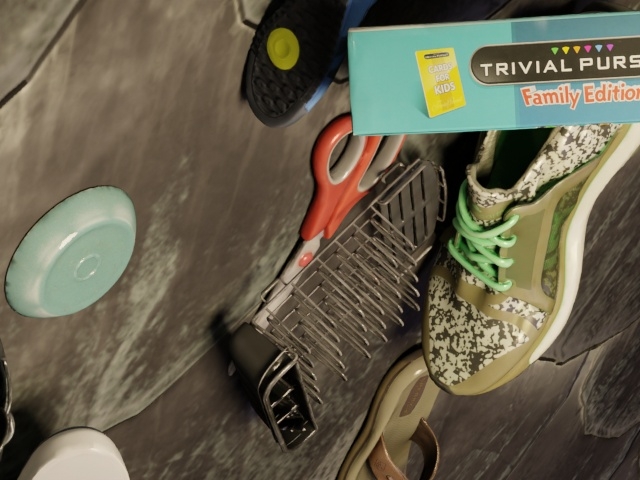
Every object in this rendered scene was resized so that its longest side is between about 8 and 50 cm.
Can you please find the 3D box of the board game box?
[{"bbox_3d":[0.209,-0.128,1.230,0.254,0.336,0.079,-27,114,-77],"label":"board game box"}]

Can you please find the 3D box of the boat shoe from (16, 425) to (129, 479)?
[{"bbox_3d":[-0.208,0.215,1.356,0.096,0.088,0.267,-12,145,-13],"label":"boat shoe"}]

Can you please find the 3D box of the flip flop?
[{"bbox_3d":[0.094,0.236,1.858,0.112,0.080,0.277,-21,142,-43],"label":"flip flop"}]

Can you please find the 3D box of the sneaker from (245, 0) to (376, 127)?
[{"bbox_3d":[0.014,-0.173,1.216,0.082,0.069,0.209,-18,140,-52],"label":"sneaker"}]

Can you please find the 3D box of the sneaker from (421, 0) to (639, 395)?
[{"bbox_3d":[0.168,-0.035,1.558,0.182,0.158,0.410,-5,122,-51],"label":"sneaker"}]

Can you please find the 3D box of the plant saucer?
[{"bbox_3d":[-0.177,0.015,1.221,0.119,0.021,0.119,-37,151,-25],"label":"plant saucer"}]

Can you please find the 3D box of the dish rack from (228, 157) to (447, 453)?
[{"bbox_3d":[0.030,0.054,1.508,0.271,0.074,0.208,-44,162,-13],"label":"dish rack"}]

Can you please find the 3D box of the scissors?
[{"bbox_3d":[0.000,0.000,1.472,0.109,0.021,0.297,-18,139,-47],"label":"scissors"}]

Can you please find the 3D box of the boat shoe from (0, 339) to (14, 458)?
[{"bbox_3d":[-0.260,0.107,1.110,0.127,0.113,0.340,-36,150,-26],"label":"boat shoe"}]
